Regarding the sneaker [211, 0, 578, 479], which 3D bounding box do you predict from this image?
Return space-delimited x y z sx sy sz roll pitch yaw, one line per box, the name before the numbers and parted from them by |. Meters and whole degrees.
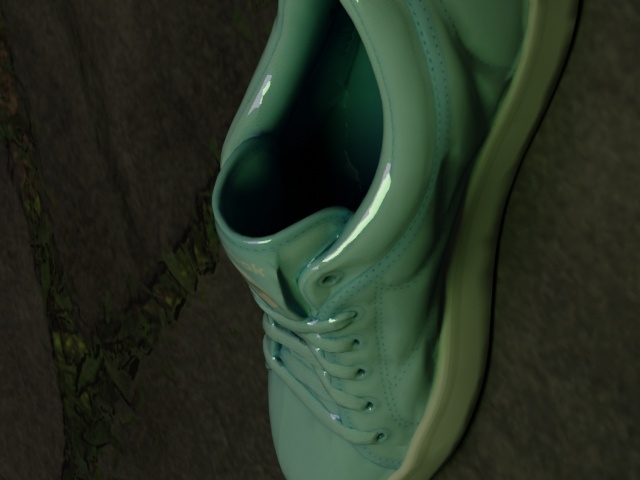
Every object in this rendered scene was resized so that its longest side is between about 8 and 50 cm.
sneaker | 0.000 0.000 0.713 0.135 0.150 0.365 38 131 38
